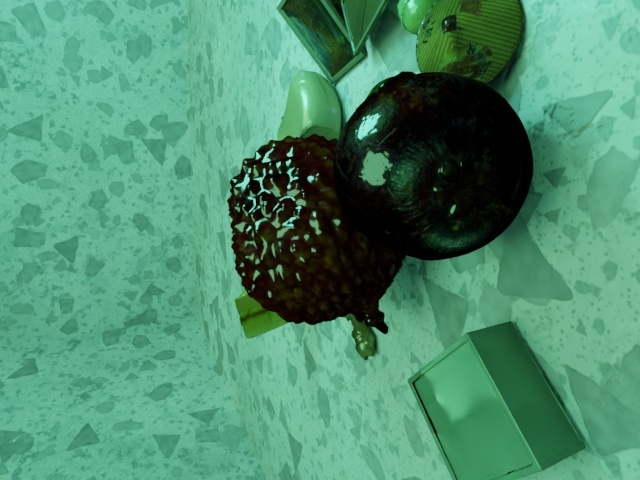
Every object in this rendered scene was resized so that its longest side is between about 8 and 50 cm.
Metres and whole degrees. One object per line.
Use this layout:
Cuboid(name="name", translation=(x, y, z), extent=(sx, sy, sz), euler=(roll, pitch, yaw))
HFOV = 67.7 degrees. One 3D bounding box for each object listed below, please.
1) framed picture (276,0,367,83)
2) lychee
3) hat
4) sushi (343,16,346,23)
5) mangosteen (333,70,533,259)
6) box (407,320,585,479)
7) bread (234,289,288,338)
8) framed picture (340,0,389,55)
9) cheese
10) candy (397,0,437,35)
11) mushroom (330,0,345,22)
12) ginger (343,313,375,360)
Cuboid(name="framed picture", translation=(-0.002, -0.538, 1.219), extent=(0.250, 0.016, 0.184), euler=(52, 157, -13))
Cuboid(name="lychee", translation=(0.000, 0.000, 1.065), extent=(0.500, 0.424, 0.425), euler=(55, 147, 11))
Cuboid(name="hat", translation=(0.227, -0.348, 0.793), extent=(0.193, 0.082, 0.193), euler=(2, 93, 41))
Cuboid(name="sushi", translation=(0.109, -0.645, 1.065), extent=(0.264, 0.050, 0.290), euler=(-172, 75, -72))
Cuboid(name="mangosteen", translation=(0.175, -0.120, 0.786), extent=(0.330, 0.329, 0.331), euler=(26, 119, 60))
Cuboid(name="box", translation=(0.299, 0.302, 0.851), extent=(0.225, 0.117, 0.225), euler=(67, 149, 28))
Cuboid(name="bread", translation=(-0.166, 0.187, 1.587), extent=(0.163, 0.263, 0.168), euler=(23, 129, 64))
Cuboid(name="framed picture", translation=(0.096, -0.531, 1.048), extent=(0.203, 0.015, 0.150), euler=(137, 123, -69))
Cuboid(name="cheese", translation=(-0.039, -0.342, 1.373), extent=(0.266, 0.127, 0.233), euler=(-59, 42, 49))
Cuboid(name="candy", translation=(0.172, -0.546, 0.968), extent=(0.092, 0.093, 0.336), euler=(-24, 58, 19))
Cuboid(name="mushroom", translation=(0.026, -0.581, 1.245), extent=(0.127, 0.087, 0.127), euler=(35, 144, 31))
Cuboid(name="ginger", translation=(0.105, 0.245, 1.317), extent=(0.070, 0.051, 0.174), euler=(-66, 35, 38))
